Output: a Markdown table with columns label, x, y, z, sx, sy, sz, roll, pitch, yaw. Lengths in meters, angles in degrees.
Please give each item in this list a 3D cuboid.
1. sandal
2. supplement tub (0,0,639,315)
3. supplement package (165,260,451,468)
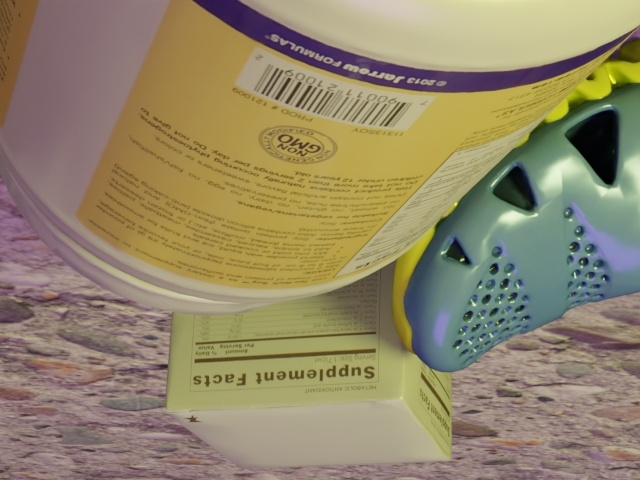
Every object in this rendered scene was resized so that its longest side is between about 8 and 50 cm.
| label | x | y | z | sx | sy | sz | roll | pitch | yaw |
| --- | --- | --- | --- | --- | --- | --- | --- | --- | --- |
| sandal | 0.179 | -0.029 | 0.730 | 0.317 | 0.138 | 0.126 | -35 | 154 | -5 |
| supplement tub | -0.012 | -0.115 | 0.584 | 0.241 | 0.241 | 0.331 | 9 | 157 | -16 |
| supplement package | 0.000 | 0.000 | 0.861 | 0.139 | 0.244 | 0.134 | -4 | 157 | 16 |
